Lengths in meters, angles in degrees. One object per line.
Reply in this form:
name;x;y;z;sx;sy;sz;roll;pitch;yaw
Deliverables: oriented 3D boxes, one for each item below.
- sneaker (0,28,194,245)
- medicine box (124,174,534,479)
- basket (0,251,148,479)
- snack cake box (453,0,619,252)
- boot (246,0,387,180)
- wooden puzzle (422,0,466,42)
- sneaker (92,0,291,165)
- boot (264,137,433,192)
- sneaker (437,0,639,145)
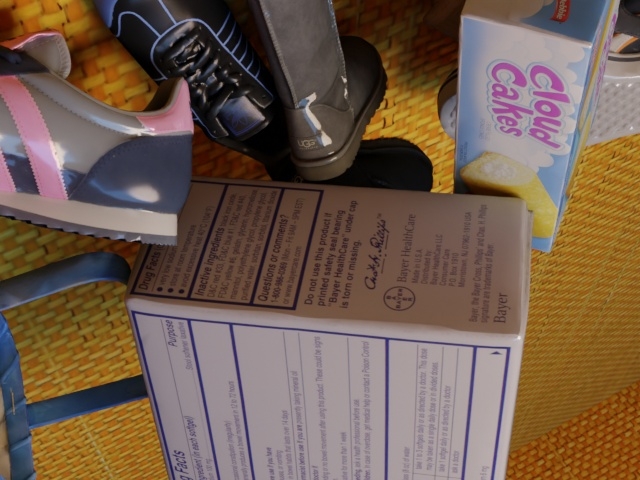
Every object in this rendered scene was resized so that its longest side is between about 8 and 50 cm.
sneaker;-0.232;-0.087;0.699;0.319;0.112;0.131;14;88;-32
medicine box;0.013;0.097;0.868;0.289;0.149;0.263;5;135;8
basket;-0.271;0.110;0.879;0.289;0.201;0.254;-20;152;-4
snack cake box;0.164;-0.127;0.801;0.264;0.089;0.152;79;32;-60
boot;-0.009;-0.175;0.819;0.076;0.189;0.208;-10;129;16
wooden puzzle;0.216;-0.260;0.984;0.221;0.044;0.239;-45;156;21
sneaker;-0.083;-0.132;0.804;0.081;0.090;0.232;-37;154;8
boot;0.076;-0.006;1.064;0.094;0.207;0.246;-47;151;25
sneaker;0.262;-0.170;1.029;0.321;0.127;0.126;-6;146;-6
